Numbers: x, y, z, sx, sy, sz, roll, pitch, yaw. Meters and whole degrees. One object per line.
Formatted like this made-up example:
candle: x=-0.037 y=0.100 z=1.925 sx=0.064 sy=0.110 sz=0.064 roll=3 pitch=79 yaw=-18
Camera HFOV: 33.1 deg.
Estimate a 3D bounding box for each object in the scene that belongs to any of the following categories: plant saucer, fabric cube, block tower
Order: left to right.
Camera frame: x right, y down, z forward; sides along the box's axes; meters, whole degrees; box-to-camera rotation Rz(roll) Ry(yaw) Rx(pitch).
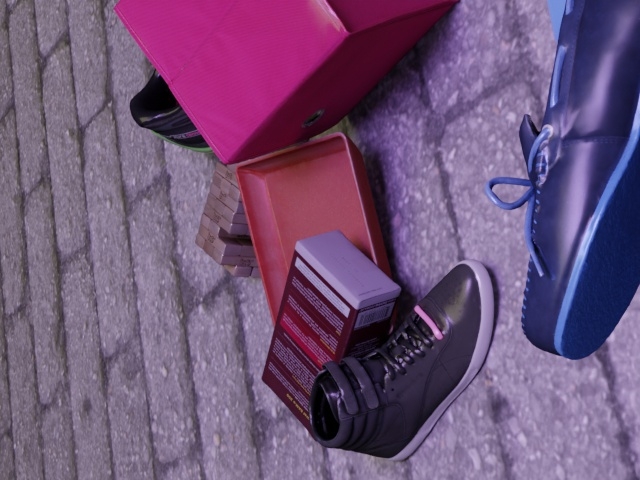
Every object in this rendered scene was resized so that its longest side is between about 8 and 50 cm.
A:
block tower: x=-0.090 y=-0.114 z=1.578 sx=0.097 sy=0.091 sz=0.335 roll=36 pitch=115 yaw=49
fabric cube: x=-0.041 y=-0.289 z=1.319 sx=0.259 sy=0.254 sz=0.258 roll=54 pitch=130 yaw=7
plant saucer: x=0.000 y=0.000 z=1.430 sx=0.259 sy=0.048 sz=0.258 roll=-11 pitch=94 yaw=54

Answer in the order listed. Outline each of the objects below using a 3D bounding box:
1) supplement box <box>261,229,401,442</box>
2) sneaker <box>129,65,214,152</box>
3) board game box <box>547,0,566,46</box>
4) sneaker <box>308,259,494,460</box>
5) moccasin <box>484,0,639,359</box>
supplement box: x=0.008 y=0.122 z=1.364 sx=0.130 sy=0.073 sz=0.239 roll=44 pitch=134 yaw=34
sneaker: x=-0.146 y=-0.339 z=1.584 sx=0.185 sy=0.202 sz=0.482 roll=51 pitch=126 yaw=43
board game box: x=0.356 y=-0.194 z=0.922 sx=0.291 sy=0.141 sz=0.232 roll=-27 pitch=65 yaw=50
sneaker: x=0.087 y=0.145 z=1.254 sx=0.104 sy=0.147 sz=0.295 roll=55 pitch=128 yaw=43
moccasin: x=0.222 y=-0.077 z=0.878 sx=0.117 sy=0.138 sz=0.342 roll=17 pitch=90 yaw=38
